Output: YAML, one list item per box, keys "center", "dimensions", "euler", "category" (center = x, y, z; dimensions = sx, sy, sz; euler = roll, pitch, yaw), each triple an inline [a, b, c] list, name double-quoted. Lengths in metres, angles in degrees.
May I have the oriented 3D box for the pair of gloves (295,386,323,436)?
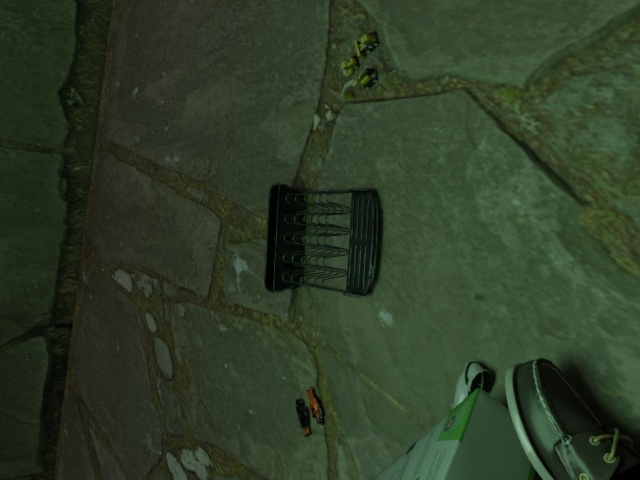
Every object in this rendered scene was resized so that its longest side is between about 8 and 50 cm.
- center: [-0.021, 0.324, 1.402]
  dimensions: [0.083, 0.010, 0.074]
  euler: [-51, 51, 44]
  category: "pair of gloves"

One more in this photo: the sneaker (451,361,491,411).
- center: [0.211, 0.222, 1.060]
  dimensions: [0.044, 0.040, 0.109]
  euler: [-123, 49, -62]
  category: "sneaker"

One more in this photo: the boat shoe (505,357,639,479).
- center: [0.321, 0.269, 0.830]
  dimensions: [0.097, 0.117, 0.324]
  euler: [-47, 56, 41]
  category: "boat shoe"

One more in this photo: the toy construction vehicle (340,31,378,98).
- center: [0.063, -0.304, 1.290]
  dimensions: [0.098, 0.035, 0.085]
  euler: [-31, 63, 50]
  category: "toy construction vehicle"

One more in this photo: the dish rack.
- center: [0.000, 0.000, 1.334]
  dimensions: [0.271, 0.074, 0.208]
  euler: [5, 93, 55]
  category: "dish rack"

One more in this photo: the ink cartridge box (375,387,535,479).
- center: [0.151, 0.355, 0.978]
  dimensions: [0.115, 0.198, 0.273]
  euler: [36, 129, 2]
  category: "ink cartridge box"
